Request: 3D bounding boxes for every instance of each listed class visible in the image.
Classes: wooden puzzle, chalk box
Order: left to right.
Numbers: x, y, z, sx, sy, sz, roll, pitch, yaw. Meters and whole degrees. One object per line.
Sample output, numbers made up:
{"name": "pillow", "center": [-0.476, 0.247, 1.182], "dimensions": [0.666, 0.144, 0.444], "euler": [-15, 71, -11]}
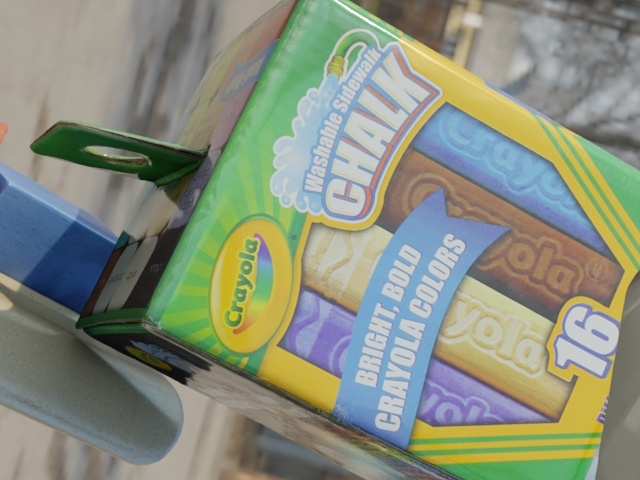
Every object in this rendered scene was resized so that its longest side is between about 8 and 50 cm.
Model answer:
{"name": "wooden puzzle", "center": [-0.237, -0.050, 0.904], "dimensions": [0.080, 0.322, 0.348], "euler": [-50, -138, 7]}
{"name": "chalk box", "center": [0.000, 0.000, 0.824], "dimensions": [0.179, 0.289, 0.180], "euler": [-64, -165, -12]}

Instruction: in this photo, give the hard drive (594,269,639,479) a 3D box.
{"name": "hard drive", "center": [0.154, 0.023, 0.322], "dimensions": [0.307, 0.040, 0.203], "euler": [-45, -157, 50]}
